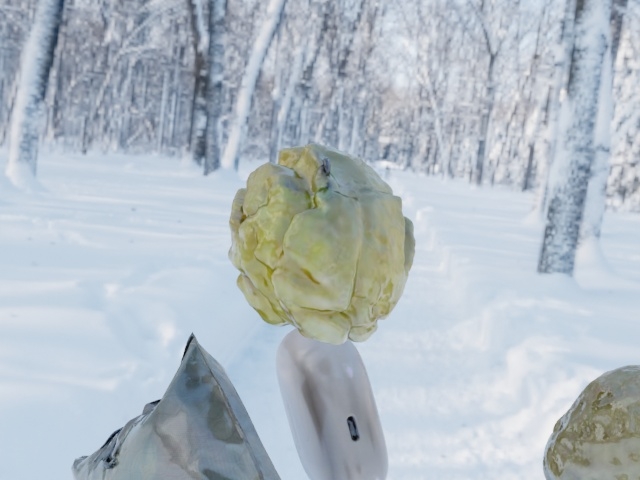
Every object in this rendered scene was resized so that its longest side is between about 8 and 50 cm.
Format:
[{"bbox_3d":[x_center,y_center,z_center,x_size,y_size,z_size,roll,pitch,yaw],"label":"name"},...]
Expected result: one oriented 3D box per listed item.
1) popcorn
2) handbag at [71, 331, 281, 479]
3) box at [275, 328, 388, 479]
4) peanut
[{"bbox_3d":[0.000,0.000,0.605,0.148,0.152,0.167,24,42,-4],"label":"popcorn"},{"bbox_3d":[-0.145,0.219,0.737,0.117,0.182,0.270,1,-35,-48],"label":"handbag"},{"bbox_3d":[0.011,0.190,0.873,0.088,0.200,0.146,-15,5,-16],"label":"box"},{"bbox_3d":[0.275,0.142,0.629,0.226,0.108,0.095,-36,3,23],"label":"peanut"}]
